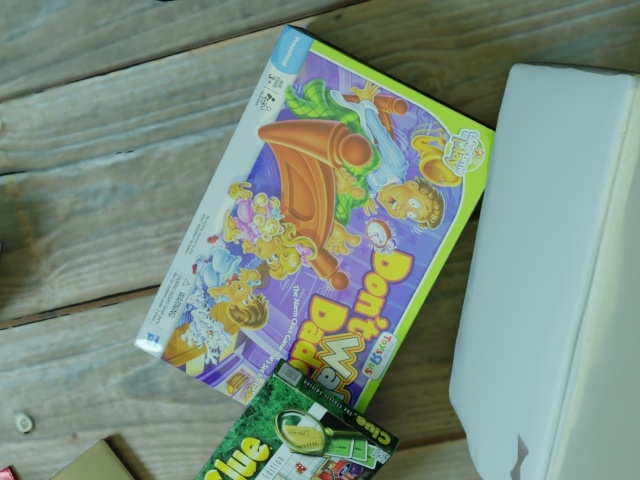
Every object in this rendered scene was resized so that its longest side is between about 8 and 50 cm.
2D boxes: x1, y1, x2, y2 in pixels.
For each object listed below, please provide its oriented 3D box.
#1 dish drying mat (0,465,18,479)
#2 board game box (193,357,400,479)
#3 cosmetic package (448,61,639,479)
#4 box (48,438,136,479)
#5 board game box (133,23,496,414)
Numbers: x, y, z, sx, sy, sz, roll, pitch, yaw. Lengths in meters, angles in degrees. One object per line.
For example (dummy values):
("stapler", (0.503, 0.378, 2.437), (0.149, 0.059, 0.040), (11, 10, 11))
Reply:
("dish drying mat", (-0.369, 0.282, 1.166), (0.083, 0.008, 0.032), (-30, 91, 13))
("board game box", (-0.044, 0.237, 1.038), (0.136, 0.030, 0.259), (35, 126, 2))
("cosmetic package", (0.339, 0.058, 0.814), (0.394, 0.329, 0.327), (9, 101, -4))
("box", (-0.235, 0.339, 1.110), (0.164, 0.021, 0.201), (-38, 91, -13))
("board game box", (0.000, 0.000, 1.025), (0.233, 0.078, 0.347), (28, 102, 5))
